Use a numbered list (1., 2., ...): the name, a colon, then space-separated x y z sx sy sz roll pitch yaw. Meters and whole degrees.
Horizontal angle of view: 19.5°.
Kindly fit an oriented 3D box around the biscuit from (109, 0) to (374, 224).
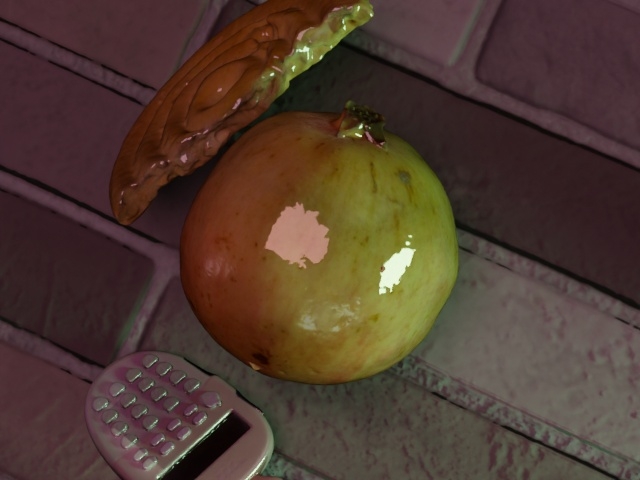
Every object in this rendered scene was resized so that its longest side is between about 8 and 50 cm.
1. biscuit: -0.064 -0.111 1.285 0.224 0.144 0.033 -38 115 10

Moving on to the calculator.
1. calculator: -0.093 0.140 1.296 0.166 0.024 0.103 39 65 24

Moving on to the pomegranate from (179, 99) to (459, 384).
1. pomegranate: 0.001 0.004 1.230 0.191 0.191 0.191 -1 84 11
